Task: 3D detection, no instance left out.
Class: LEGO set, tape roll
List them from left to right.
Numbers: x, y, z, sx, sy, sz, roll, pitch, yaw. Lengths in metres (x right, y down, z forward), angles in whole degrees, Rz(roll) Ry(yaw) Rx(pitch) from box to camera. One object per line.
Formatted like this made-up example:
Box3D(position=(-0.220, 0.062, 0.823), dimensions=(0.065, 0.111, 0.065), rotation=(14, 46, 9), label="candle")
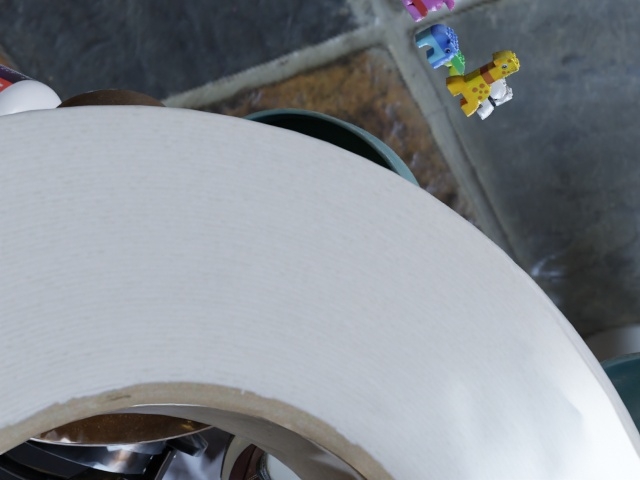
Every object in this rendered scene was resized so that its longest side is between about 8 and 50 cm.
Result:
Box3D(position=(-0.056, 0.152, 0.333), dimensions=(0.392, 0.392, 0.072), rotation=(30, 160, -14), label="tape roll")
Box3D(position=(0.199, -0.242, 1.375), dimensions=(0.093, 0.087, 0.227), rotation=(-26, 127, 23), label="LEGO set")

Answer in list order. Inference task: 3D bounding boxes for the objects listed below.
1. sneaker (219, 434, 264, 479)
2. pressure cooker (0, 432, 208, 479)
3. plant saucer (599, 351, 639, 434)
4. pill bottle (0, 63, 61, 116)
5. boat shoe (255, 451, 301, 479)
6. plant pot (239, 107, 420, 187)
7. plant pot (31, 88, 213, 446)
Box3D(position=(-0.039, 0.340, 1.139), dimensions=(0.162, 0.106, 0.281), rotation=(18, 108, 29), label="sneaker")
Box3D(position=(-0.307, 0.114, 1.389), dimensions=(0.370, 0.420, 0.375), rotation=(27, 178, 45), label="pressure cooker")
Box3D(position=(0.192, 0.203, 0.473), dimensions=(0.044, 0.317, 0.317), rotation=(-8, 139, -27), label="plant saucer")
Box3D(position=(-0.520, -0.185, 1.618), dimensions=(0.323, 0.181, 0.181), rotation=(25, 135, 20), label="pill bottle")
Box3D(position=(0.042, 0.211, 1.078), dimensions=(0.219, 0.077, 0.070), rotation=(-4, 166, -17), label="boat shoe")
Box3D(position=(0.000, 0.000, 1.188), dimensions=(0.293, 0.196, 0.293), rotation=(3, 97, 21), label="plant pot")
Box3D(position=(-0.151, 0.008, 0.804), dimensions=(0.215, 0.230, 0.215), rotation=(-7, 149, -5), label="plant pot")
